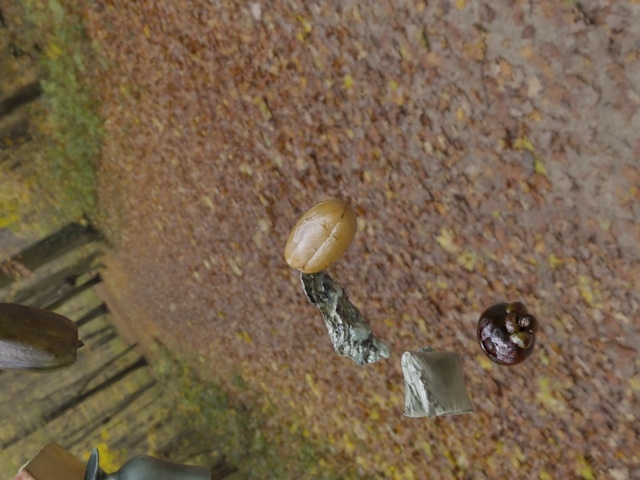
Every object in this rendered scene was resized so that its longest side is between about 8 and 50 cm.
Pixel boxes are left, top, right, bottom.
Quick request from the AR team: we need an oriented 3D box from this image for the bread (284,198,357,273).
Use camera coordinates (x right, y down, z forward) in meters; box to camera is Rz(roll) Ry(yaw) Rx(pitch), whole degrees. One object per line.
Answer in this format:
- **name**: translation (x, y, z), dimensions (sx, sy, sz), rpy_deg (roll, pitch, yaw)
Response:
- **bread**: translation (0.000, 0.000, 1.502), dimensions (0.114, 0.189, 0.077), rpy_deg (22, -149, -28)

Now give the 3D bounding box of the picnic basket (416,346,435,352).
- **picnic basket**: translation (0.250, 0.296, 1.819), dimensions (0.083, 0.065, 0.083), rpy_deg (52, -149, -52)

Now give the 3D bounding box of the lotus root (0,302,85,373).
- **lotus root**: translation (-0.576, 0.188, 1.445), dimensions (0.122, 0.241, 0.124), rpy_deg (-96, 19, -47)

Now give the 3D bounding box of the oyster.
- **oyster**: translation (0.040, 0.164, 1.676), dimensions (0.252, 0.087, 0.199), rpy_deg (62, -164, 16)

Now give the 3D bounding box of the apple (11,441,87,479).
- **apple**: translation (-0.503, 0.573, 1.545), dimensions (0.309, 0.252, 0.314), rpy_deg (42, 130, -3)

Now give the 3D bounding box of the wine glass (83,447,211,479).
- **wine glass**: translation (-0.333, 0.469, 1.475), dimensions (0.103, 0.231, 0.103), rpy_deg (-46, 36, 50)

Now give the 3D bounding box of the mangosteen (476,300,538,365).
- **mangosteen**: translation (0.381, 0.182, 1.522), dimensions (0.140, 0.140, 0.140), rpy_deg (51, 161, 25)

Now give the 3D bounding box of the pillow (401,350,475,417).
- **pillow**: translation (0.231, 0.283, 1.494), dimensions (0.078, 0.181, 0.134), rpy_deg (-26, 66, 36)
